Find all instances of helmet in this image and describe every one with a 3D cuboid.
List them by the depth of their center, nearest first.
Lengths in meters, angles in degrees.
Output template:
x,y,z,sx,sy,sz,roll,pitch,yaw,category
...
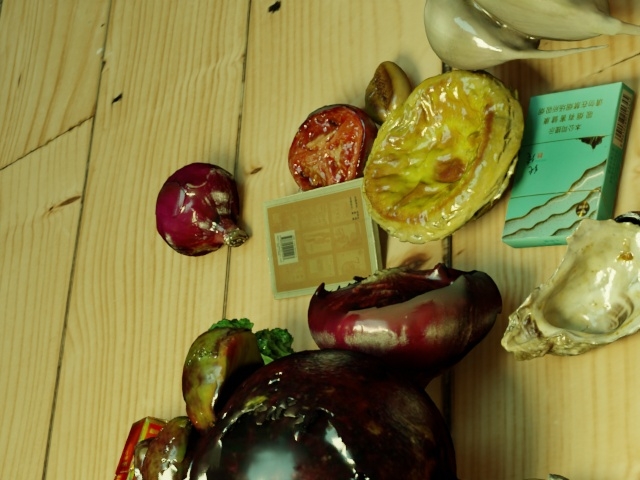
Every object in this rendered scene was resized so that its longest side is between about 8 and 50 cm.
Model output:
x,y,z,sx,sy,sz,roll,pitch,yaw,category
0.413,-0.002,1.802,0.065,0.049,0.084,14,114,34,helmet

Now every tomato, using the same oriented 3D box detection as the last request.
x,y,z,sx,sy,sz,roll,pitch,yaw,category
0.031,-0.146,2.274,0.174,0.082,0.166,27,108,45,tomato

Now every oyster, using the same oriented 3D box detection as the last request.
x,y,z,sx,sy,sz,roll,pitch,yaw,category
0.343,0.078,1.793,0.233,0.107,0.161,-37,67,15,oyster

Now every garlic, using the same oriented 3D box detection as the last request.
x,y,z,sx,sy,sz,roll,pitch,yaw,category
0.284,-0.322,1.993,0.231,0.246,0.340,-59,40,17,garlic

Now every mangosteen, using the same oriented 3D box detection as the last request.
x,y,z,sx,sy,sz,roll,pitch,yaw,category
-0.018,0.304,1.776,0.421,0.381,0.381,35,96,32,mangosteen

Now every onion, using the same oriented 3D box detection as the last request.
x,y,z,sx,sy,sz,roll,pitch,yaw,category
0.121,0.132,1.914,0.272,0.272,0.195,1,101,48,onion
-0.212,-0.049,2.450,0.198,0.135,0.173,33,97,49,onion

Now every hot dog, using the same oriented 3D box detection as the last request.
x,y,z,sx,sy,sz,roll,pitch,yaw,category
0.117,-0.229,2.259,0.090,0.060,0.140,-47,34,23,hot dog

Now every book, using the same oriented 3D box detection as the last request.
x,y,z,sx,sy,sz,roll,pitch,yaw,category
0.001,0.000,2.233,0.242,0.018,0.170,-10,85,44,book

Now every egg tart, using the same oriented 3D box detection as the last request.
x,y,z,sx,sy,sz,roll,pitch,yaw,category
0.193,-0.115,2.060,0.295,0.116,0.294,-27,48,34,egg tart

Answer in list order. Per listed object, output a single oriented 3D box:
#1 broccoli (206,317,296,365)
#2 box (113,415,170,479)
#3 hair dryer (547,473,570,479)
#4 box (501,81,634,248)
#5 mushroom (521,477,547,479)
x,y,z,sx,sy,sz,roll,pitch,yaw,category
-0.075,0.254,2.061,0.245,0.265,0.294,-26,57,0,broccoli
-0.302,0.448,2.233,0.197,0.089,0.313,140,148,-72,box
0.300,0.438,1.539,0.301,0.121,0.361,-13,85,35,hair dryer
0.346,-0.103,1.940,0.162,0.041,0.229,-4,65,47,box
0.195,0.473,1.696,0.407,0.137,0.154,-57,18,1,mushroom
